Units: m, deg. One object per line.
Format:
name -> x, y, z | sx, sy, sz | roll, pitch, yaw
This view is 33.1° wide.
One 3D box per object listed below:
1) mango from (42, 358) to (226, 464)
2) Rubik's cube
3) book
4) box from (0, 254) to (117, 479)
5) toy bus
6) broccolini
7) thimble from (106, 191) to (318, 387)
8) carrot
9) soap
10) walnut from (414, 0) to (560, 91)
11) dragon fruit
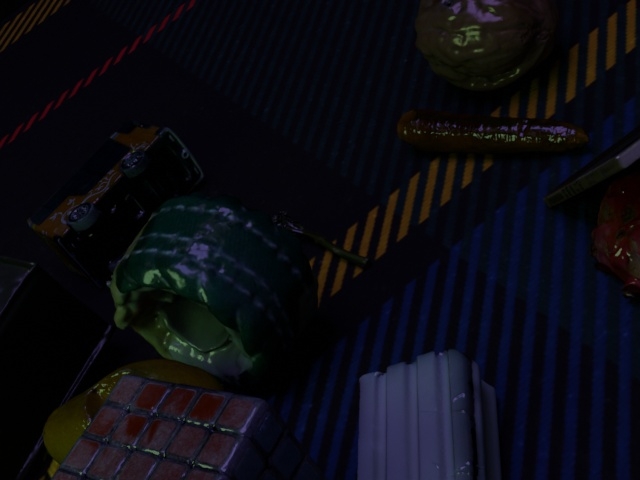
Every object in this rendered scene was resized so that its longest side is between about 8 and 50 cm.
mango -> -0.240, 0.243, 1.409 | 0.262, 0.167, 0.130 | -22, 24, 19
Rubik's cube -> -0.142, 0.315, 1.186 | 0.238, 0.237, 0.237 | 6, 52, 39
book -> 0.399, -0.129, 1.323 | 0.217, 0.021, 0.310 | -37, -3, -6
box -> -0.516, 0.197, 1.563 | 0.251, 0.204, 0.345 | 10, 62, 35
toy bus -> -0.351, -0.071, 1.859 | 0.167, 0.138, 0.275 | 19, 62, 49
broccolini -> 0.001, 0.001, 1.617 | 0.218, 0.042, 0.044 | 23, 61, 41
thimble -> -0.149, 0.067, 1.455 | 0.288, 0.254, 0.167 | 3, 48, 40
carrot -> 0.254, -0.156, 1.591 | 0.314, 0.066, 0.066 | 8, 52, 37
soap -> 0.122, 0.254, 1.190 | 0.150, 0.094, 0.261 | -21, 39, 23
walnut -> 0.257, -0.331, 1.676 | 0.245, 0.198, 0.198 | 8, 52, 42
dragon fruit -> 0.431, -0.026, 1.255 | 0.262, 0.189, 0.163 | -19, 8, 23
